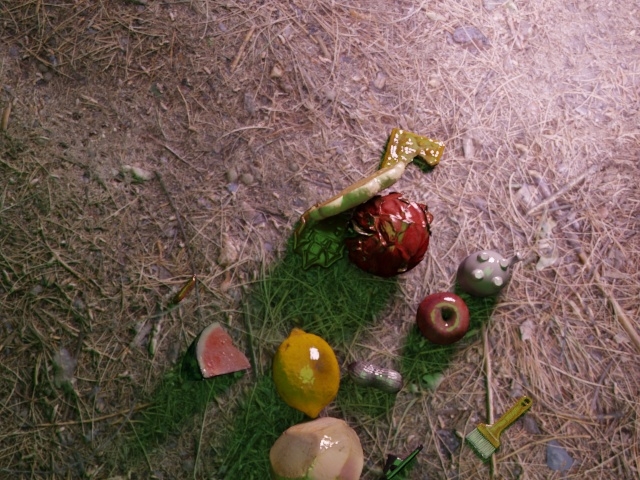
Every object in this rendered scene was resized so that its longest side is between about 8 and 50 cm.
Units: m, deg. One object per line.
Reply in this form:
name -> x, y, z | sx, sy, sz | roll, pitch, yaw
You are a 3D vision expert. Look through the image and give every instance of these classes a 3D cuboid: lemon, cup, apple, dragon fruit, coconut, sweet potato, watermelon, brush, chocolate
lemon -> -0.042, 0.368, 1.462 | 0.188, 0.188, 0.256 | -15, 74, 0
cup -> 0.499, 0.095, 1.510 | 0.174, 0.142, 0.134 | 5, 78, 4
apple -> 0.353, 0.226, 1.504 | 0.153, 0.120, 0.153 | 0, 84, 0
dragon fruit -> 0.206, -0.020, 1.503 | 0.299, 0.244, 0.244 | -30, 78, -20
coconut -> -0.007, 0.598, 1.395 | 0.259, 0.259, 0.259 | -1, 78, 3
sweet potato -> -0.420, 0.154, 1.611 | 0.026, 0.026, 0.115 | 38, 80, 10
watermelon -> -0.310, 0.333, 1.506 | 0.202, 0.207, 0.136 | -9, 105, -15
brush -> 0.522, 0.522, 1.489 | 0.218, 0.010, 0.082 | -40, 79, -6
chocolate -> 0.158, 0.396, 1.505 | 0.167, 0.072, 0.072 | 17, 80, 4

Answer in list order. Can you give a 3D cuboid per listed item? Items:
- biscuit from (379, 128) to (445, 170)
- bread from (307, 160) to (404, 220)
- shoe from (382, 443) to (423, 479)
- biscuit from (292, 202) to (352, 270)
biscuit -> 0.291, -0.261, 1.647 | 0.183, 0.039, 0.174 | 14, 78, 7
bread -> 0.109, -0.139, 1.504 | 0.316, 0.316, 0.054 | -29, 96, -3
shoe -> 0.219, 0.617, 1.464 | 0.159, 0.062, 0.053 | -39, 66, -4
biscuit -> 0.000, 0.000, 1.612 | 0.182, 0.034, 0.215 | 27, 81, 9
